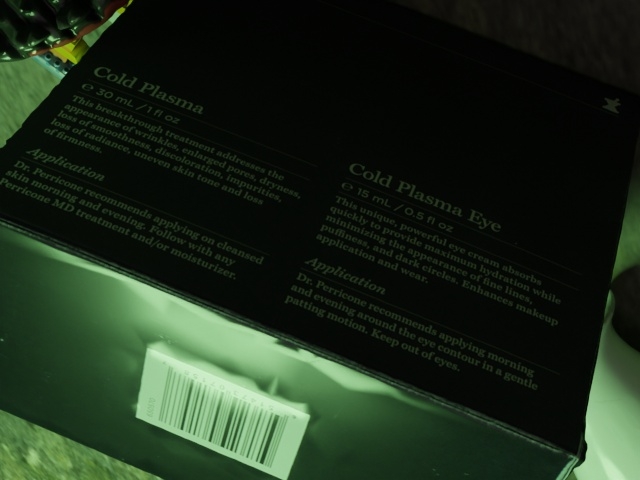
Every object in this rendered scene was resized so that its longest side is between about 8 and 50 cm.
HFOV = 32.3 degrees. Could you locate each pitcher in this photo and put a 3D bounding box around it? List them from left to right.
[{"bbox_3d":[0.233,0.151,0.890,0.207,0.125,0.178,49,153,-8],"label":"pitcher"}]

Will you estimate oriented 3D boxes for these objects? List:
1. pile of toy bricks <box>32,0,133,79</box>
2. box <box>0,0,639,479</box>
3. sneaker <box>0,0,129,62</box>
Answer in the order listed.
[{"bbox_3d":[-0.215,-0.203,0.742,0.212,0.118,0.105,37,154,-12],"label":"pile of toy bricks"},{"bbox_3d":[0.000,0.000,0.703,0.343,0.312,0.179,22,136,5],"label":"box"},{"bbox_3d":[-0.120,-0.204,0.671,0.276,0.135,0.097,-33,105,17],"label":"sneaker"}]
